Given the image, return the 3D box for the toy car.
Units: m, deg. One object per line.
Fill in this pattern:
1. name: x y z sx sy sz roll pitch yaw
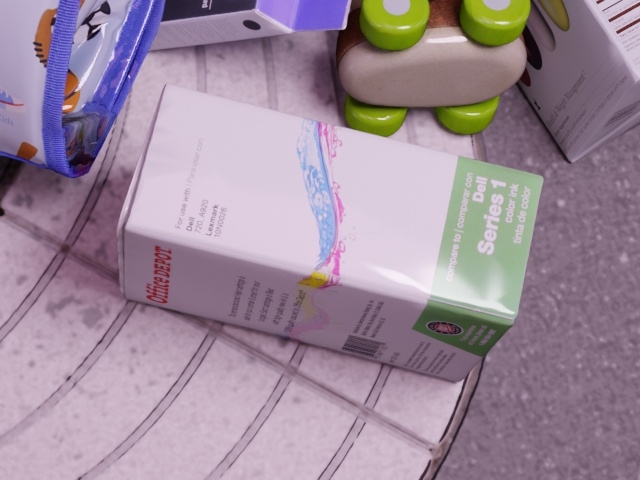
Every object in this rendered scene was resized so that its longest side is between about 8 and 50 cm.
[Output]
1. toy car: 0.078 -0.201 1.356 0.149 0.155 0.188 -4 63 -8

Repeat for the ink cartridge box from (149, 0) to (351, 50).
1. ink cartridge box: -0.054 -0.256 1.340 0.208 0.045 0.206 -1 69 35

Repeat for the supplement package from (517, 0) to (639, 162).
1. supplement package: 0.224 -0.206 1.341 0.149 0.194 0.203 -29 79 -14

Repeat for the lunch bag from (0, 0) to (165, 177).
1. lunch bag: -0.272 -0.268 1.250 0.328 0.239 0.385 18 103 12

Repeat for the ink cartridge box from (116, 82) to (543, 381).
1. ink cartridge box: 0.000 0.000 1.253 0.278 0.201 0.117 14 73 -2
